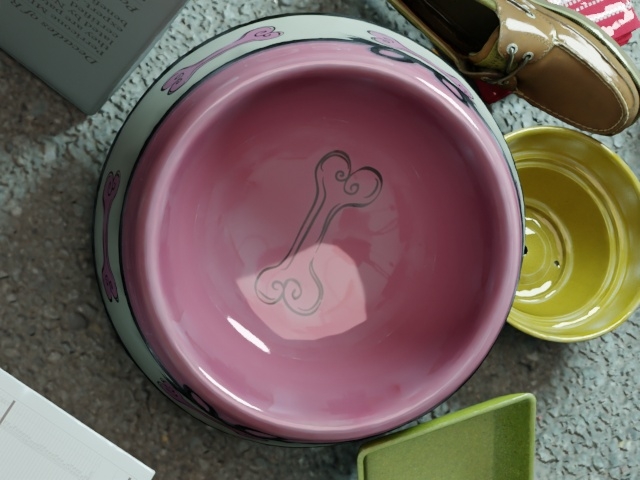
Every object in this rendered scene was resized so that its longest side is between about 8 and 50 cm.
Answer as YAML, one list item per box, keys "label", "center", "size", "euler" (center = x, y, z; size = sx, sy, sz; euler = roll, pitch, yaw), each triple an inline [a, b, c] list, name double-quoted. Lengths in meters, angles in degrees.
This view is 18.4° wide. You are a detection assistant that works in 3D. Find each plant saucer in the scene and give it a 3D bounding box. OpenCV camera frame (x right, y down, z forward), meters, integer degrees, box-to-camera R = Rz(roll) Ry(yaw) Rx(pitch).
- label: "plant saucer"
  center: [0.109, 0.234, 1.851]
  size: [0.188, 0.045, 0.188]
  euler: [-16, 123, -23]

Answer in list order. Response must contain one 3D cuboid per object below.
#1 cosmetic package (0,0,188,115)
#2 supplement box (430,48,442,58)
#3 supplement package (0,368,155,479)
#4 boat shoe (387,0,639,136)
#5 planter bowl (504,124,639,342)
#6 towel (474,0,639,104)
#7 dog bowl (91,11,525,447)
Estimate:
- label: "cosmetic package"
  center: [-0.193, -0.376, 1.736]
  size: [0.327, 0.394, 0.329]
  euler: [38, 68, -8]
- label: "supplement box"
  center: [0.045, -0.085, 1.927]
  size: [0.080, 0.078, 0.233]
  euler: [47, 67, -4]
- label: "supplement package"
  center: [-0.291, 0.194, 1.704]
  size: [0.244, 0.134, 0.139]
  euler: [36, 68, -9]
- label: "boat shoe"
  center: [0.176, -0.191, 1.933]
  size: [0.307, 0.110, 0.104]
  euler: [35, 39, 2]
- label: "planter bowl"
  center: [0.217, 0.001, 1.963]
  size: [0.217, 0.090, 0.217]
  euler: [5, 76, -20]
- label: "towel"
  center: [0.196, -0.296, 2.037]
  size: [0.199, 0.031, 0.275]
  euler: [-26, 94, -19]
- label: "dog bowl"
  center: [0.000, 0.000, 1.776]
  size: [0.408, 0.150, 0.408]
  euler: [-1, 96, -7]
